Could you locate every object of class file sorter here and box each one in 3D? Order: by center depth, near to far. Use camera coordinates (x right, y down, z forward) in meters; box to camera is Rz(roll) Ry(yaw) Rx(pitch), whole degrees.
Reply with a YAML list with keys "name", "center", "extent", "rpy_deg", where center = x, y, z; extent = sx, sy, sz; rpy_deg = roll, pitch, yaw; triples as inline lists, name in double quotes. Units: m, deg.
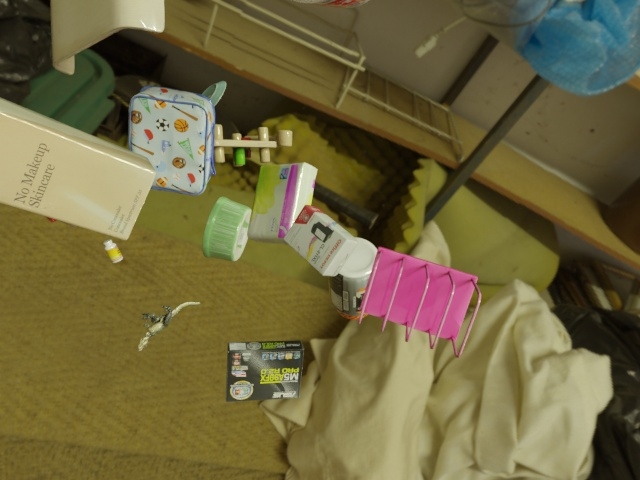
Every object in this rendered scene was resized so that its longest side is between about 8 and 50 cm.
- name: "file sorter"
  center: [0.264, 0.167, 1.262]
  extent: [0.290, 0.202, 0.182]
  rpy_deg: [17, 12, 8]

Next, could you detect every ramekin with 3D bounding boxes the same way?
- name: "ramekin"
  center: [-0.436, -0.046, 2.203]
  extent: [0.148, 0.303, 0.303]
  rpy_deg: [16, 38, 2]

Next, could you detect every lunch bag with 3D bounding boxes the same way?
- name: "lunch bag"
  center: [-0.420, -0.278, 1.338]
  extent: [0.243, 0.303, 0.115]
  rpy_deg: [7, 33, -8]

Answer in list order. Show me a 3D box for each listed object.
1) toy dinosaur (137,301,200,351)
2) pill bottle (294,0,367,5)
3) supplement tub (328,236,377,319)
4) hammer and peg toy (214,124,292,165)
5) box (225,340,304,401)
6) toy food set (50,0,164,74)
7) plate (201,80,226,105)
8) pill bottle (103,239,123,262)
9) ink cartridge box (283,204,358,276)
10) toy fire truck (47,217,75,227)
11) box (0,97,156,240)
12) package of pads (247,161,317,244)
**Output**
- name: "toy dinosaur"
  center: [-0.567, 0.282, 1.665]
  extent: [0.268, 0.118, 0.064]
  rpy_deg: [-38, 62, -15]
- name: "pill bottle"
  center: [0.003, -0.627, 0.982]
  extent: [0.229, 0.229, 0.408]
  rpy_deg: [37, 32, 4]
- name: "supplement tub"
  center: [0.126, 0.154, 1.746]
  extent: [0.193, 0.316, 0.194]
  rpy_deg: [-2, 50, 3]
- name: "hammer and peg toy"
  center: [-0.290, -0.334, 1.676]
  extent: [0.361, 0.266, 0.127]
  rpy_deg: [-9, 99, -41]
- name: "box"
  center: [-0.203, 0.470, 1.667]
  extent: [0.270, 0.216, 0.060]
  rpy_deg: [2, 20, -13]
- name: "toy food set"
  center: [-0.392, -0.444, 0.839]
  extent: [0.092, 0.306, 0.220]
  rpy_deg: [-1, 89, -53]
- name: "plate"
  center: [-0.434, -0.546, 1.778]
  extent: [0.024, 0.188, 0.188]
  rpy_deg: [39, 29, -36]
- name: "pill bottle"
  center: [-0.775, 0.039, 1.722]
  extent: [0.043, 0.043, 0.083]
  rpy_deg: [-55, 133, -53]
- name: "ink cartridge box"
  center: [0.000, 0.000, 1.307]
  extent: [0.175, 0.127, 0.072]
  rpy_deg: [40, 15, 28]
- name: "toy fire truck"
  center: [-0.824, -0.088, 1.510]
  extent: [0.192, 0.135, 0.047]
  rpy_deg: [32, 43, 11]
- name: "box"
  center: [-0.461, -0.126, 0.780]
  extent: [0.311, 0.148, 0.121]
  rpy_deg: [20, 12, -34]
- name: "package of pads"
  center: [-0.146, -0.133, 1.699]
  extent: [0.101, 0.229, 0.297]
  rpy_deg: [20, 77, -50]
